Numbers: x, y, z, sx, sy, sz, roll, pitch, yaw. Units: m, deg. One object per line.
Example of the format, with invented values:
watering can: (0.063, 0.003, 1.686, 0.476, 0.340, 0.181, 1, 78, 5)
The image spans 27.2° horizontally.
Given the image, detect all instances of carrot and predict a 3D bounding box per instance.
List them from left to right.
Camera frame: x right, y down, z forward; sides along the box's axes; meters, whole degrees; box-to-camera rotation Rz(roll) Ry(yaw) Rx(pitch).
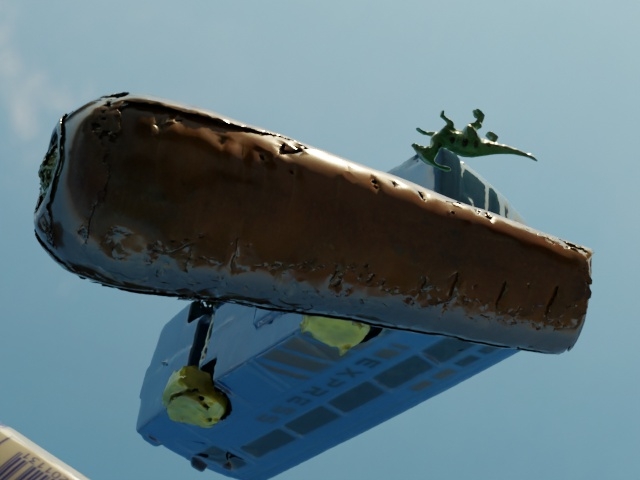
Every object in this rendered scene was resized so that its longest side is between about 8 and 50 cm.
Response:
carrot: (0.000, 0.000, 0.377, 0.161, 0.055, 0.055, 14, -125, -9)

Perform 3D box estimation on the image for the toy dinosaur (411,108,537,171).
toy dinosaur: (0.105, -0.064, 0.924, 0.083, 0.021, 0.062, 29, -131, 16)

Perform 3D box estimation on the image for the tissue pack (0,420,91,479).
tissue pack: (-0.138, 0.242, 0.673, 0.269, 0.137, 0.209, 29, -136, 11)

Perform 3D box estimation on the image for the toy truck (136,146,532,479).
toy truck: (0.002, 0.079, 1.138, 0.162, 0.385, 0.161, 36, -139, -26)
